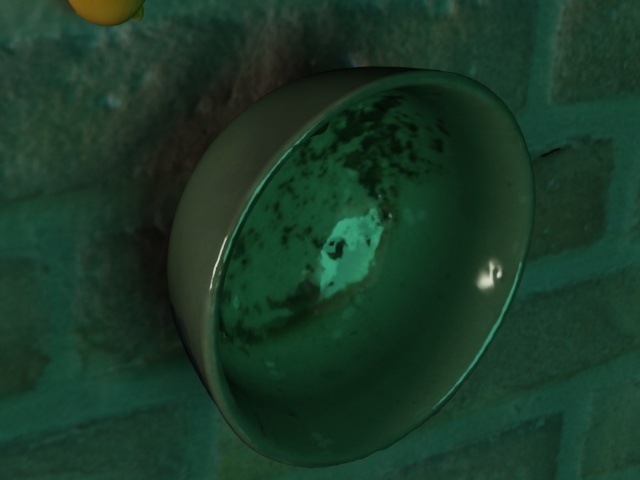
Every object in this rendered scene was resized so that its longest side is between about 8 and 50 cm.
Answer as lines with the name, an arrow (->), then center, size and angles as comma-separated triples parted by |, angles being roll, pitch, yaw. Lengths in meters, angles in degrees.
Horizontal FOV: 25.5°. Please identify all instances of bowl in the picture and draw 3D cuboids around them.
bowl -> 0.000, 0.000, 0.988 | 0.289, 0.146, 0.289 | -20, 123, -34

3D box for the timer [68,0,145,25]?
timer -> -0.127, -0.185, 0.825 | 0.132, 0.132, 0.152 | -32, 154, -24
